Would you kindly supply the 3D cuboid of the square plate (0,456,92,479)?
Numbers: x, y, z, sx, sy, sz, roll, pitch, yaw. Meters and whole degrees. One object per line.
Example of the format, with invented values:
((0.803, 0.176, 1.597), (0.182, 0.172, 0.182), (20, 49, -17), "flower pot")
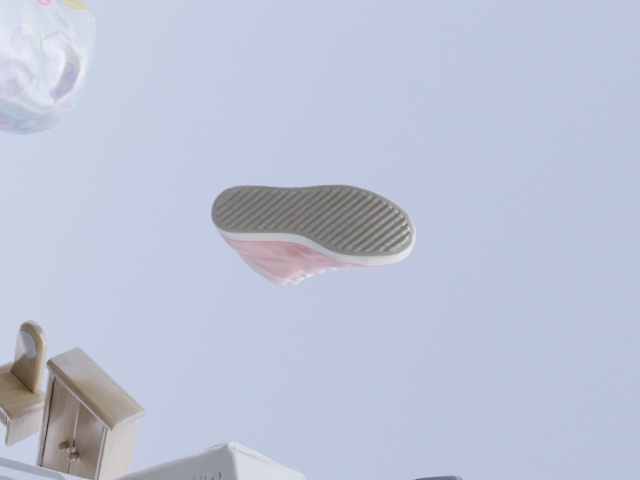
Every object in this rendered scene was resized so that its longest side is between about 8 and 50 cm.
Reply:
((-0.144, 0.237, 0.412), (0.347, 0.049, 0.344), (9, -117, 18), "square plate")

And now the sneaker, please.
((0.000, 0.000, 0.769), (0.134, 0.070, 0.051), (7, -118, 16), "sneaker")

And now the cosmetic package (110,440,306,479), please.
((-0.102, 0.385, 0.947), (0.217, 0.156, 0.385), (-20, -118, 17), "cosmetic package")

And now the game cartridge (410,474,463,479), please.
((0.100, 0.342, 0.718), (0.068, 0.355, 0.230), (-8, -140, 9), "game cartridge")

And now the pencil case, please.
((-0.277, -0.163, 0.784), (0.113, 0.273, 0.124), (1, -102, 37), "pencil case")

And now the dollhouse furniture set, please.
((-0.369, 0.252, 1.181), (0.303, 0.355, 0.174), (37, -51, 28), "dollhouse furniture set")
